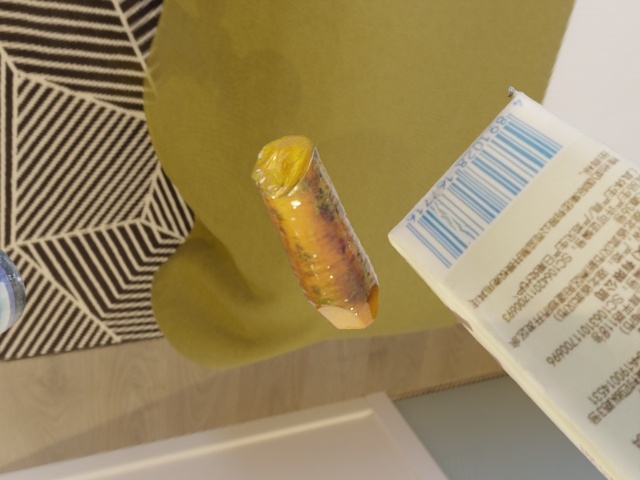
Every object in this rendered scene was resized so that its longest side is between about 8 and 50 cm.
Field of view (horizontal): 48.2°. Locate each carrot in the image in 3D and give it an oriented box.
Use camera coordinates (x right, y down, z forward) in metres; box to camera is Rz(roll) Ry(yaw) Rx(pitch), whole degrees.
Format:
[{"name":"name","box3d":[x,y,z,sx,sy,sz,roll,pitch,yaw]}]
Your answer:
[{"name":"carrot","box3d":[0.000,0.000,1.034,0.114,0.114,0.301,-30,120,-8]}]

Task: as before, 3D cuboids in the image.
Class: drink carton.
[{"name":"drink carton","box3d":[0.202,0.071,0.397,0.132,0.324,0.194,-50,133,9]}]

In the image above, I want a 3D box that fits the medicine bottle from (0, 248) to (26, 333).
[{"name":"medicine bottle","box3d":[-0.312,0.067,0.506,0.203,0.084,0.083,-40,147,-58]}]
